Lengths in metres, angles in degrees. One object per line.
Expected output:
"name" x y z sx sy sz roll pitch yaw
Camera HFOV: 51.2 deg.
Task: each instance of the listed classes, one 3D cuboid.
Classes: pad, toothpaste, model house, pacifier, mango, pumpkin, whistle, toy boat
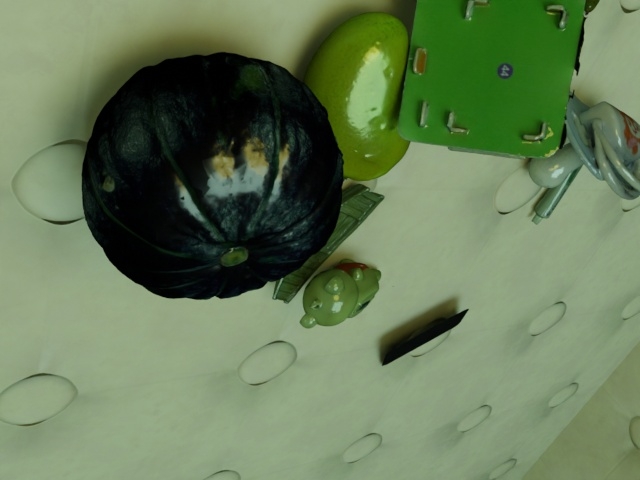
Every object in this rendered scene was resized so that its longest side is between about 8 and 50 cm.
"pad" 0.259 0.201 1.679 0.250 0.055 0.323 -26 140 -11
"toothpaste" 0.569 -0.129 1.581 0.064 0.041 0.218 -3 130 -50
"model house" 0.265 -0.316 1.065 0.242 0.313 0.357 7 98 8
"pacifier" 0.549 -0.174 1.409 0.299 0.244 0.233 12 153 -40
"mango" 0.054 -0.215 1.040 0.185 0.149 0.273 -18 134 -6
"pumpkin" -0.140 -0.082 0.926 0.363 0.266 0.363 -14 143 -11
"whistle" 0.050 0.101 1.366 0.131 0.106 0.288 -56 163 25
"toy boat" 0.000 0.000 1.292 0.293 0.055 0.093 -49 140 16

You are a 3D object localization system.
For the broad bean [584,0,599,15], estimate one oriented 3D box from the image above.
"broad bean" 0.433 -0.441 1.140 0.214 0.048 0.070 1 112 -49
